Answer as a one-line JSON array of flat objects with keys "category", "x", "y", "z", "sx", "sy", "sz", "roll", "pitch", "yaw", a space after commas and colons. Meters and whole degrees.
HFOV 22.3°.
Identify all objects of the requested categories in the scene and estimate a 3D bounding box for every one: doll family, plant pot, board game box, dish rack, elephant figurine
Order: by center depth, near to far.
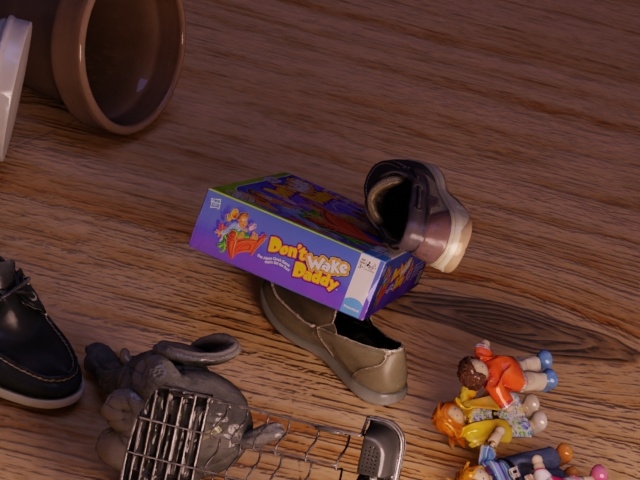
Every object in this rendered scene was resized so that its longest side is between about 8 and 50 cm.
[{"category": "dish rack", "x": -0.066, "y": 0.257, "z": 1.626, "sx": 0.271, "sy": 0.208, "sz": 0.074, "roll": 13, "pitch": 3, "yaw": 9}, {"category": "elephant figurine", "x": -0.157, "y": 0.166, "z": 1.782, "sx": 0.186, "sy": 0.169, "sz": 0.239, "roll": 43, "pitch": 11, "yaw": -11}, {"category": "doll family", "x": 0.217, "y": 0.246, "z": 1.885, "sx": 0.163, "sy": 0.118, "sz": 0.263, "roll": 0, "pitch": 52, "yaw": -36}, {"category": "board game box", "x": 0.000, "y": 0.000, "z": 2.069, "sx": 0.233, "sy": 0.078, "sz": 0.347, "roll": 23, "pitch": 10, "yaw": 11}, {"category": "plant pot", "x": -0.357, "y": -0.299, "z": 2.364, "sx": 0.229, "sy": 0.263, "sz": 0.263, "roll": 11, "pitch": 25, "yaw": 29}]

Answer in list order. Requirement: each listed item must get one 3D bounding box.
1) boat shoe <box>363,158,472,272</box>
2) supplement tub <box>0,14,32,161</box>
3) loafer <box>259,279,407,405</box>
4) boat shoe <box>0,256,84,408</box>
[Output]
[{"category": "boat shoe", "x": 0.102, "y": -0.047, "z": 2.014, "sx": 0.092, "sy": 0.103, "sz": 0.285, "roll": 22, "pitch": 15, "yaw": -22}, {"category": "supplement tub", "x": -0.554, "y": -0.229, "z": 2.135, "sx": 0.316, "sy": 0.228, "sz": 0.228, "roll": 12, "pitch": 31, "yaw": -8}, {"category": "loafer", "x": 0.024, "y": 0.101, "z": 2.019, "sx": 0.094, "sy": 0.087, "sz": 0.251, "roll": -17, "pitch": 45, "yaw": -44}, {"category": "boat shoe", "x": -0.389, "y": 0.061, "z": 1.858, "sx": 0.127, "sy": 0.113, "sz": 0.340, "roll": -14, "pitch": 43, "yaw": -43}]
